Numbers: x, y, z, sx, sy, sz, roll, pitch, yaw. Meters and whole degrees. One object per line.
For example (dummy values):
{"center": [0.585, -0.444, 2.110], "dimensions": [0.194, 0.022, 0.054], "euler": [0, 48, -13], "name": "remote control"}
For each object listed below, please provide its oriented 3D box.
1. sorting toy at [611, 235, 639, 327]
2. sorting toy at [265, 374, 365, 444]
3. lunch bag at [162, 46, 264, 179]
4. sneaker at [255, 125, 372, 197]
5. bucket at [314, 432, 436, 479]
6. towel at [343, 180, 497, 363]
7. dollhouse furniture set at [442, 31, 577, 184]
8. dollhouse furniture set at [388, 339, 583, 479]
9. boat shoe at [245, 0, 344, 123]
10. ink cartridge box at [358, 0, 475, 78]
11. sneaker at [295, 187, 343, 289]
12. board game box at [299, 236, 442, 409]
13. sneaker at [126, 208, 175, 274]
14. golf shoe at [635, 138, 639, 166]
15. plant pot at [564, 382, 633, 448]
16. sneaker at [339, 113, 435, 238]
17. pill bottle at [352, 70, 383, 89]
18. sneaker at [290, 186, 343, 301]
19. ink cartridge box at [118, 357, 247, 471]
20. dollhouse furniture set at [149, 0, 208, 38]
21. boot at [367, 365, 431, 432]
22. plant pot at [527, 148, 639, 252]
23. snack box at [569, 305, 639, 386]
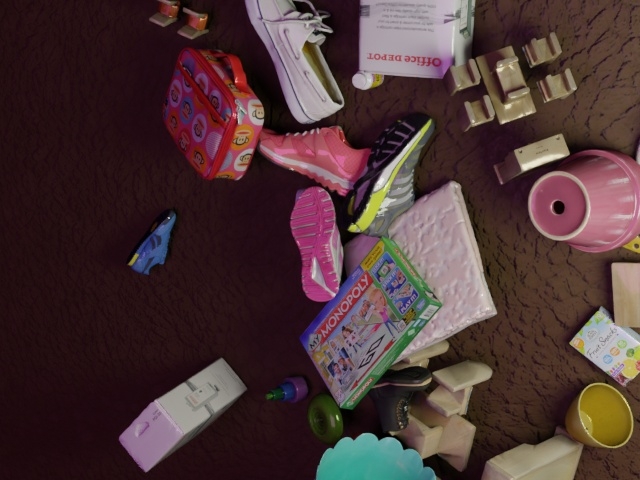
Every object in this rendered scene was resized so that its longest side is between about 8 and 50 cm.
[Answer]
{"center": [0.648, 0.094, 1.761], "dimensions": [0.132, 0.046, 0.274], "euler": [0, 105, 30], "name": "sorting toy"}
{"center": [-0.016, 0.455, 2.134], "dimensions": [0.365, 0.126, 0.127], "euler": [41, 129, 41], "name": "sorting toy"}
{"center": [-0.242, -0.307, 2.061], "dimensions": [0.293, 0.120, 0.258], "euler": [52, 130, 35], "name": "lunch bag"}
{"center": [-0.007, -0.208, 2.028], "dimensions": [0.314, 0.116, 0.136], "euler": [27, 102, 17], "name": "sneaker"}
{"center": [0.101, 0.572, 1.901], "dimensions": [0.281, 0.281, 0.183], "euler": [28, 126, 20], "name": "bucket"}
{"center": [0.204, 0.078, 1.934], "dimensions": [0.332, 0.053, 0.317], "euler": [-31, 59, 33], "name": "towel"}
{"center": [0.374, -0.249, 1.740], "dimensions": [0.212, 0.161, 0.242], "euler": [-19, 85, -3], "name": "dollhouse furniture set"}
{"center": [0.337, 0.446, 1.995], "dimensions": [0.394, 0.256, 0.362], "euler": [30, 120, 43], "name": "dollhouse furniture set"}
{"center": [-0.038, -0.443, 1.938], "dimensions": [0.156, 0.136, 0.367], "euler": [-15, 100, 33], "name": "boat shoe"}
{"center": [0.194, -0.481, 1.797], "dimensions": [0.211, 0.121, 0.289], "euler": [11, 111, 27], "name": "ink cartridge box"}
{"center": [0.000, 0.000, 2.095], "dimensions": [0.091, 0.094, 0.258], "euler": [-7, 106, 11], "name": "sneaker"}
{"center": [0.101, 0.178, 1.932], "dimensions": [0.317, 0.046, 0.213], "euler": [-53, 47, 20], "name": "board game box"}
{"center": [-0.426, 0.006, 2.356], "dimensions": [0.082, 0.069, 0.209], "euler": [31, 114, -19], "name": "sneaker"}
{"center": [0.629, -0.190, 1.660], "dimensions": [0.069, 0.086, 0.176], "euler": [24, 118, 20], "name": "golf shoe"}
{"center": [0.565, 0.374, 1.862], "dimensions": [0.134, 0.134, 0.095], "euler": [53, 147, 6], "name": "plant pot"}
{"center": [0.160, -0.136, 1.930], "dimensions": [0.300, 0.121, 0.111], "euler": [-57, 35, 9], "name": "sneaker"}
{"center": [0.100, -0.347, 1.917], "dimensions": [0.043, 0.083, 0.043], "euler": [10, 110, 27], "name": "pill bottle"}
{"center": [-0.005, 0.004, 1.997], "dimensions": [0.103, 0.111, 0.252], "euler": [-2, 96, 10], "name": "sneaker"}
{"center": [-0.353, 0.448, 2.312], "dimensions": [0.117, 0.283, 0.207], "euler": [49, 123, 8], "name": "ink cartridge box"}
{"center": [-0.330, -0.639, 2.073], "dimensions": [0.259, 0.135, 0.262], "euler": [25, 117, 9], "name": "dollhouse furniture set"}
{"center": [0.182, 0.346, 1.914], "dimensions": [0.198, 0.077, 0.137], "euler": [-15, 95, 58], "name": "boot"}
{"center": [0.494, -0.072, 1.690], "dimensions": [0.201, 0.180, 0.201], "euler": [7, 100, 43], "name": "plant pot"}
{"center": [0.599, 0.217, 1.833], "dimensions": [0.141, 0.037, 0.100], "euler": [40, 121, 13], "name": "snack box"}
